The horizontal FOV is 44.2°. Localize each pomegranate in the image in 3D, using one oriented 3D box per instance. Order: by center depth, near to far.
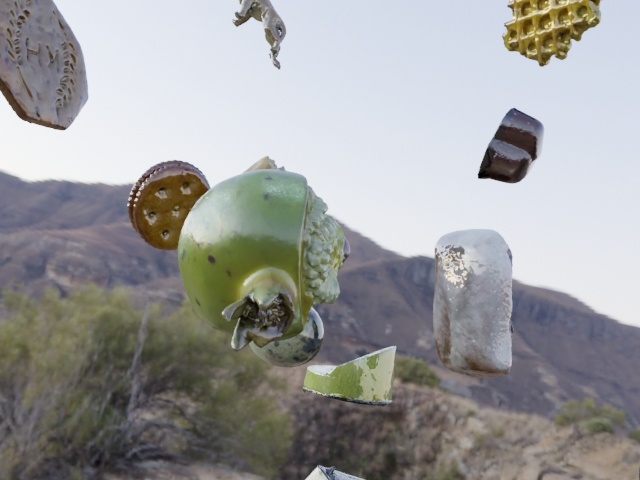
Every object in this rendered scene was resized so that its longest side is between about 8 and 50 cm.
[{"bbox_3d":[-0.087,0.037,1.141,0.260,0.260,0.340,15,23,-4],"label":"pomegranate"}]

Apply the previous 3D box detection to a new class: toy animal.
[{"bbox_3d":[-0.110,-0.382,1.370,0.086,0.219,0.069,-20,-20,1],"label":"toy animal"}]

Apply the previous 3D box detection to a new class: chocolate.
[{"bbox_3d":[0.373,-0.162,1.493,0.080,0.148,0.125,29,3,29],"label":"chocolate"},{"bbox_3d":[0.295,0.125,1.601,0.100,0.303,0.185,4,-5,-33],"label":"chocolate"}]

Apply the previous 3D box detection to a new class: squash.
[{"bbox_3d":[0.064,0.308,1.825,0.220,0.133,0.220,2,-2,0],"label":"squash"}]

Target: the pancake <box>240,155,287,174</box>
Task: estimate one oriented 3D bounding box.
[{"bbox_3d":[-0.087,0.020,1.329,0.244,0.266,0.057,40,-8,-10],"label":"pancake"}]

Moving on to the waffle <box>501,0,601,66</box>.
[{"bbox_3d":[0.478,-0.517,1.688,0.291,0.291,0.051,8,10,43],"label":"waffle"}]

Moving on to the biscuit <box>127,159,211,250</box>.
[{"bbox_3d":[-0.354,-0.084,1.890,0.220,0.220,0.066,21,9,-42],"label":"biscuit"}]

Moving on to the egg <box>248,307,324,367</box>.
[{"bbox_3d":[-0.078,0.191,1.627,0.182,0.141,0.141,2,-13,34],"label":"egg"}]

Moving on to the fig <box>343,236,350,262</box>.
[{"bbox_3d":[0.000,0.000,1.948,0.103,0.154,0.109,-38,-11,27],"label":"fig"}]

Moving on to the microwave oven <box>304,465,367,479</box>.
[{"bbox_3d":[0.060,0.688,1.637,0.247,0.333,0.394,47,7,39],"label":"microwave oven"}]

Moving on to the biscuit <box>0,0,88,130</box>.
[{"bbox_3d":[-0.646,-0.423,1.801,0.046,0.359,0.359,-10,-15,19],"label":"biscuit"}]

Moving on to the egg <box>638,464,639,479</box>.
[{"bbox_3d":[0.674,0.470,1.460,0.146,0.198,0.146,-15,-38,-12],"label":"egg"}]
